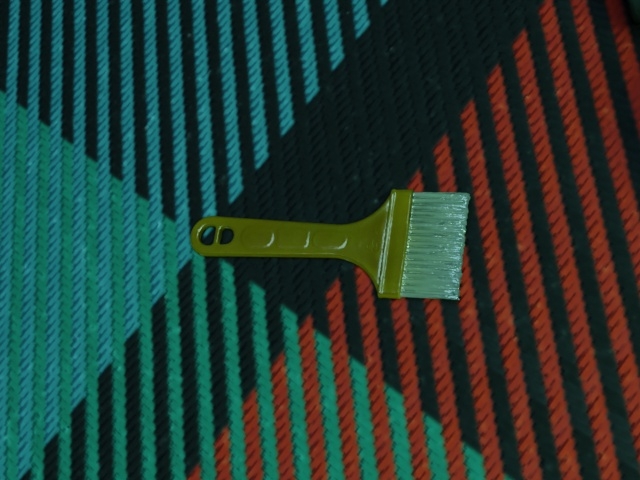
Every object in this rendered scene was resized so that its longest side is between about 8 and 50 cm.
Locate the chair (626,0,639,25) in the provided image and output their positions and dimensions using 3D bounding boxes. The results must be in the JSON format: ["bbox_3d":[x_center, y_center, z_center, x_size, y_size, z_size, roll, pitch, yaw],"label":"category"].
[{"bbox_3d":[0.321,-0.288,0.791,0.221,0.104,0.095,-41,37,-4],"label":"chair"}]

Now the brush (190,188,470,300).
[{"bbox_3d":[0.000,0.000,0.837,0.272,0.013,0.103,2,71,21],"label":"brush"}]
